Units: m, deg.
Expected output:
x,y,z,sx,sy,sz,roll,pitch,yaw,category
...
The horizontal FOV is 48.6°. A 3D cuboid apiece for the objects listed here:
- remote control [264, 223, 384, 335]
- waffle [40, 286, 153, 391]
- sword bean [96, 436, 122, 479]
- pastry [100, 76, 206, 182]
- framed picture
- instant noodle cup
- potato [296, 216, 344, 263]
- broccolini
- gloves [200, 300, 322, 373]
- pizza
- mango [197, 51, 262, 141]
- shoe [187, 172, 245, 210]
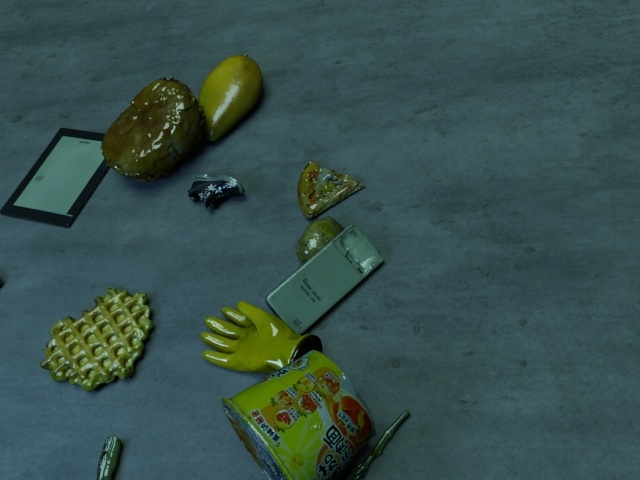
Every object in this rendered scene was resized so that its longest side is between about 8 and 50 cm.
x,y,z,sx,sy,sz,roll,pitch,yaw,category
0.012,0.086,1.620,0.285,0.038,0.123,-42,87,-18,remote control
-0.529,0.227,1.684,0.291,0.051,0.291,-6,53,8,waffle
-0.443,0.534,1.440,0.043,0.038,0.269,-26,47,29,sword bean
-0.455,-0.298,1.978,0.311,0.162,0.255,-46,53,3,pastry
-0.751,-0.193,2.084,0.265,0.016,0.347,9,58,22,framed picture
-0.033,0.346,1.338,0.200,0.264,0.264,-34,52,-20,instant noodle cup
0.000,0.000,1.691,0.091,0.070,0.138,33,69,13,potato
0.107,0.416,1.379,0.218,0.044,0.042,-40,38,-22,broccolini
-0.149,0.226,1.555,0.294,0.116,0.133,14,52,32,gloves
0.022,-0.128,1.804,0.176,0.036,0.185,2,55,17,pizza
-0.267,-0.421,2.061,0.176,0.119,0.317,16,69,22,mango
-0.282,-0.121,1.866,0.169,0.071,0.099,8,60,26,shoe
